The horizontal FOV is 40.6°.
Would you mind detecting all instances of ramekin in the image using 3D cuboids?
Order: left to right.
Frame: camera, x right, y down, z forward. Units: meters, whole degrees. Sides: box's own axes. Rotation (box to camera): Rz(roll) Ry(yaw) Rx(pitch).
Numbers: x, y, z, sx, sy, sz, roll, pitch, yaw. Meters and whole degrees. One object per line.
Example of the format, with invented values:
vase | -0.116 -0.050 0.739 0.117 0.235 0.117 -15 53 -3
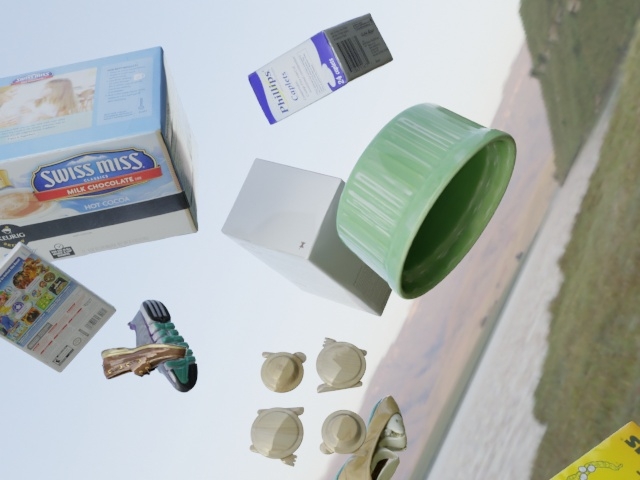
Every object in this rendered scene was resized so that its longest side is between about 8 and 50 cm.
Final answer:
ramekin | 0.162 -0.070 1.376 0.303 0.148 0.303 -41 -27 -27

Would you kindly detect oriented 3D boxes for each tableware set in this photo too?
tableware set | -0.012 0.196 1.065 0.020 0.141 0.169 87 -175 -58

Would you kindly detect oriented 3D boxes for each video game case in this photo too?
video game case | -0.274 0.068 0.848 0.087 0.011 0.122 -48 -55 0

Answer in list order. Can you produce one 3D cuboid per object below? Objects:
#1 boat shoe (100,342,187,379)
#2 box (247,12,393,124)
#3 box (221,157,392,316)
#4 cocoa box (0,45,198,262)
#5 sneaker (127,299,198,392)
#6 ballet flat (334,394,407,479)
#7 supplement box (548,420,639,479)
boat shoe | -0.340 0.235 1.676 0.064 0.177 0.060 43 -140 -69
box | 0.000 -0.218 1.098 0.137 0.072 0.126 -22 9 38
box | 0.000 0.000 1.745 0.345 0.215 0.168 40 -109 -55
cocoa box | -0.391 -0.133 1.402 0.228 0.347 0.231 78 -178 -46
sneaker | -0.333 0.236 1.816 0.083 0.224 0.098 7 -44 -49
ballet flat | 0.098 0.329 1.352 0.232 0.073 0.080 -50 -47 -51
supplement box | 0.402 0.466 1.242 0.195 0.194 0.357 -25 -37 -28
